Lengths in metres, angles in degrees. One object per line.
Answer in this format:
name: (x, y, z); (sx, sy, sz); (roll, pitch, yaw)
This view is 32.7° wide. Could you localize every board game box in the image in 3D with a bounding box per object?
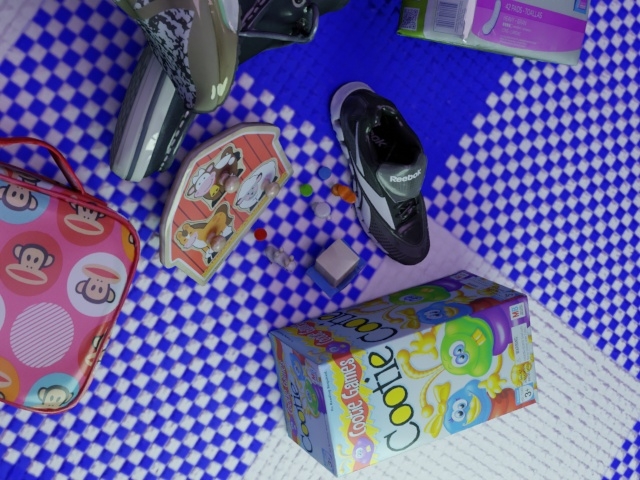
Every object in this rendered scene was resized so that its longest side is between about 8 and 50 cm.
board game box: (0.100, 0.151, 1.294); (0.275, 0.142, 0.144); (-16, 107, -22)

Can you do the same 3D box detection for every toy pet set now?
toy pet set: (0.000, 0.000, 1.275); (0.122, 0.065, 0.114); (-43, 80, -15)

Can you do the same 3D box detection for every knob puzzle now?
knob puzzle: (-0.100, -0.044, 1.156); (0.213, 0.030, 0.213); (-42, 154, -26)

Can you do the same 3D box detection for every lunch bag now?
lunch bag: (-0.334, 0.017, 1.073); (0.293, 0.120, 0.258); (22, 90, -27)

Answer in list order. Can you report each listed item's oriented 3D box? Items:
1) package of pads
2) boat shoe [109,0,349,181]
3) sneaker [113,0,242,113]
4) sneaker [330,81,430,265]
package of pads: (0.214, -0.323, 1.211); (0.296, 0.101, 0.229); (-5, 107, -53)
boat shoe: (-0.050, -0.263, 1.113); (0.156, 0.187, 0.500); (34, 80, -14)
sneaker: (-0.211, -0.265, 0.867); (0.182, 0.158, 0.410); (-35, 114, -18)
sneaker: (0.083, -0.068, 1.260); (0.078, 0.106, 0.234); (-27, 111, -17)
